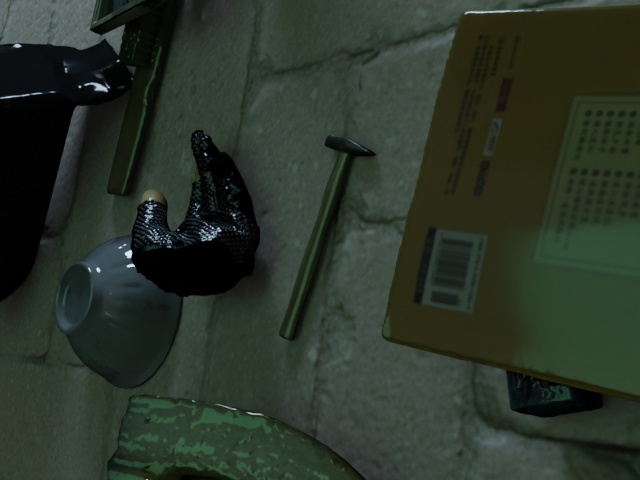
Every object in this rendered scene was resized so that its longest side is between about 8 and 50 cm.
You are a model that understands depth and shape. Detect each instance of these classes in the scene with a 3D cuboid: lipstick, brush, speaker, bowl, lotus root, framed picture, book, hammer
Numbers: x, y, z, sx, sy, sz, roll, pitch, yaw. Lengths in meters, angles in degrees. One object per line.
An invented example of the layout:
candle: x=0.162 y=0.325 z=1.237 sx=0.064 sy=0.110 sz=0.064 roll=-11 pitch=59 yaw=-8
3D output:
lipstick: x=0.157 y=-0.030 z=0.672 sx=0.051 sy=0.051 sz=0.312 roll=-20 pitch=63 yaw=40
brush: x=-0.229 y=-0.195 z=1.123 sx=0.054 sy=0.048 sz=0.282 roll=10 pitch=87 yaw=51
speaker: x=-0.409 y=-0.089 z=1.228 sx=0.180 sy=0.184 sz=0.388 roll=52 pitch=127 yaw=42
bowl: x=-0.247 y=0.070 z=1.035 sx=0.189 sy=0.086 sz=0.189 roll=-16 pitch=67 yaw=42
lotus root: x=-0.046 y=0.272 z=0.717 sx=0.260 sy=0.149 sz=0.267 roll=1 pitch=62 yaw=19
framed picture: x=-0.212 y=-0.352 z=1.079 sx=0.260 sy=0.023 sz=0.189 roll=6 pitch=83 yaw=61
book: x=0.227 y=-0.028 z=0.565 sx=0.388 sy=0.032 sz=0.269 roll=11 pitch=82 yaw=39
hammer: x=0.000 y=0.000 z=0.851 sx=0.062 sy=0.013 sz=0.199 roll=20 pitch=94 yaw=47

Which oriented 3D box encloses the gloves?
gloves: x=-0.120 y=-0.030 z=0.940 sx=0.129 sy=0.106 sz=0.181 roll=-35 pitch=27 yaw=33
